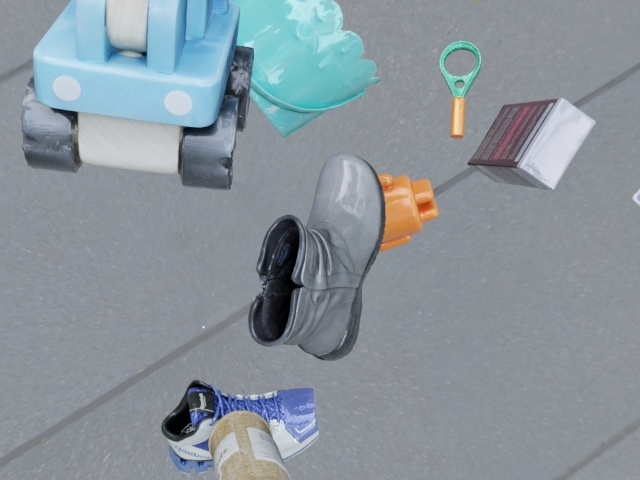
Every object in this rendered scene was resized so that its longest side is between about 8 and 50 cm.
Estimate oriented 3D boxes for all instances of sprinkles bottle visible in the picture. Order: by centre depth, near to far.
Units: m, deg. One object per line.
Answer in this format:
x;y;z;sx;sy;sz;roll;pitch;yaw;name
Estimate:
-0.108;0.389;1.304;0.121;0.355;0.121;-2;98;-12;sprinkles bottle

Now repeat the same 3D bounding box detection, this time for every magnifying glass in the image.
0.303;-0.332;1.768;0.092;0.026;0.231;1;73;15;magnifying glass

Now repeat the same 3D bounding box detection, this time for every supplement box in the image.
0.345;-0.161;1.355;0.073;0.239;0.130;32;92;-12;supplement box

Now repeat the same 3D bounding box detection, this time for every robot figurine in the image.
0.130;-0.062;1.680;0.219;0.158;0.128;-16;69;9;robot figurine

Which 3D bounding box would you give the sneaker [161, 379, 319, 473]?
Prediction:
-0.165;0.343;1.537;0.315;0.182;0.127;-15;50;4;sneaker

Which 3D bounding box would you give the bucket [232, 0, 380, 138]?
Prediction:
-0.056;-0.310;1.280;0.183;0.281;0.281;-38;90;5;bucket

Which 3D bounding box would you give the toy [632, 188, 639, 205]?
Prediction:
0.434;-0.094;0.834;0.056;0.137;0.237;8;127;-37;toy

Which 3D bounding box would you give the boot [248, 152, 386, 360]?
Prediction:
0.000;0.000;1.168;0.118;0.222;0.338;-3;72;24;boot

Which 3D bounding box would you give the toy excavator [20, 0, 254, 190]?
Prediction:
-0.177;-0.251;0.775;0.222;0.433;0.445;7;125;-4;toy excavator
